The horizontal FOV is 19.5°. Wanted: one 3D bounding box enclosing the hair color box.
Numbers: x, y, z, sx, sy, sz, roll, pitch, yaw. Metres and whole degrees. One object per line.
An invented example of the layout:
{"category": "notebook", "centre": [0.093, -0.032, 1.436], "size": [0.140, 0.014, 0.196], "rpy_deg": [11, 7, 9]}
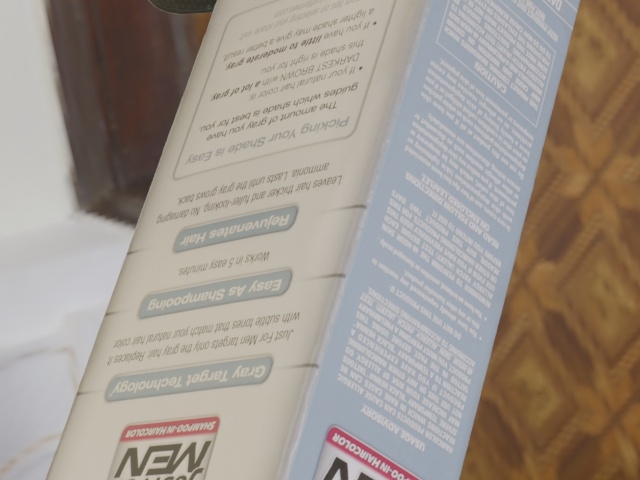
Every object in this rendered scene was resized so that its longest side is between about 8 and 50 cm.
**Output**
{"category": "hair color box", "centre": [0.000, 0.000, 0.982], "size": [0.185, 0.114, 0.374], "rpy_deg": [-11, 52, 45]}

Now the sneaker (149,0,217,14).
{"category": "sneaker", "centre": [-0.056, -0.320, 2.048], "size": [0.270, 0.145, 0.090], "rpy_deg": [-18, 98, 21]}
